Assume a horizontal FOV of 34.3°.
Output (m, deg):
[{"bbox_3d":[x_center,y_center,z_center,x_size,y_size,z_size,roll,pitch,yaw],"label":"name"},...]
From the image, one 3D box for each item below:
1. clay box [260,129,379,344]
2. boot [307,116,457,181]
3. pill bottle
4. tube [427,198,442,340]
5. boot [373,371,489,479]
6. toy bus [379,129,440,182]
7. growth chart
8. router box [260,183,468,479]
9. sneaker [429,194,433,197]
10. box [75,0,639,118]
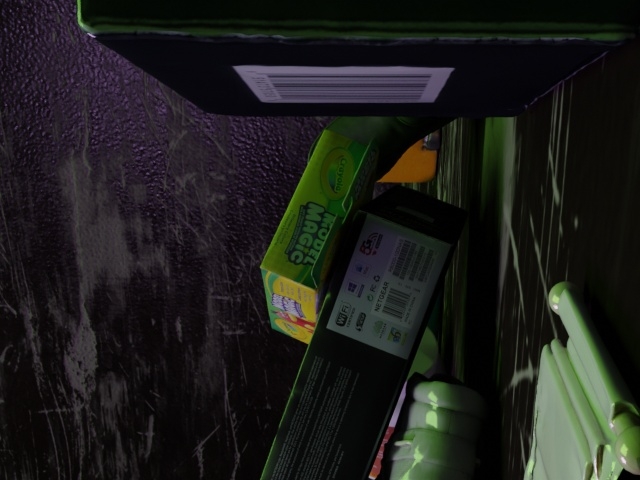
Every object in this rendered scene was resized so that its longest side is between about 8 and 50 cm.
[{"bbox_3d":[0.000,0.000,0.866,0.222,0.053,0.128,88,-155,-70],"label":"clay box"},{"bbox_3d":[0.064,-0.126,0.865,0.076,0.189,0.208,51,177,7],"label":"boot"},{"bbox_3d":[0.086,0.184,1.212,0.216,0.121,0.121,88,-176,-51],"label":"pill bottle"},{"bbox_3d":[0.130,0.058,1.284,0.080,0.052,0.207,-96,11,-66],"label":"tube"},{"bbox_3d":[0.099,0.174,0.862,0.258,0.095,0.124,91,-167,-81],"label":"boot"},{"bbox_3d":[0.106,-0.219,1.345,0.333,0.108,0.130,88,-175,-45],"label":"toy bus"},{"bbox_3d":[0.107,0.140,0.453,0.172,0.021,0.237,-86,-4,-62],"label":"growth chart"},{"bbox_3d":[0.035,0.114,0.904,0.243,0.081,0.309,-33,-36,-77],"label":"router box"},{"bbox_3d":[0.139,-0.012,1.458,0.161,0.057,0.075,87,168,-79],"label":"sneaker"},{"bbox_3d":[0.023,-0.269,0.502,0.293,0.211,0.396,-36,-54,-87],"label":"box"}]
